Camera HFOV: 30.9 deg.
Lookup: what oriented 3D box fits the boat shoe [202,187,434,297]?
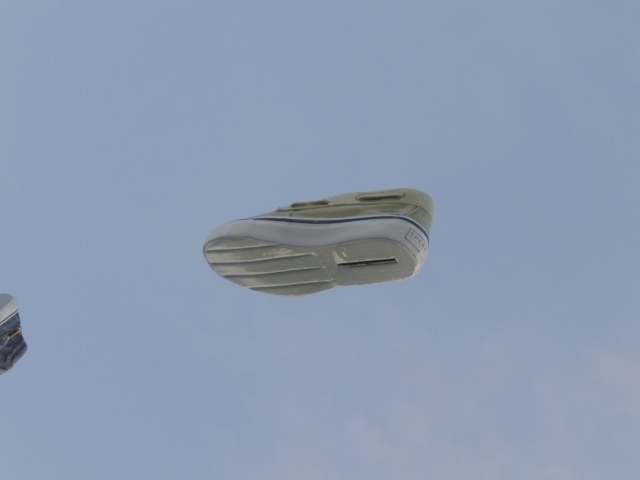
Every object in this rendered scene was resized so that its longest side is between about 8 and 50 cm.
[{"bbox_3d":[0.000,0.000,1.354,0.302,0.094,0.109,-2,-47,32],"label":"boat shoe"}]

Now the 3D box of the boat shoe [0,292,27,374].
[{"bbox_3d":[-0.431,0.143,1.410,0.065,0.183,0.083,6,-61,36],"label":"boat shoe"}]
